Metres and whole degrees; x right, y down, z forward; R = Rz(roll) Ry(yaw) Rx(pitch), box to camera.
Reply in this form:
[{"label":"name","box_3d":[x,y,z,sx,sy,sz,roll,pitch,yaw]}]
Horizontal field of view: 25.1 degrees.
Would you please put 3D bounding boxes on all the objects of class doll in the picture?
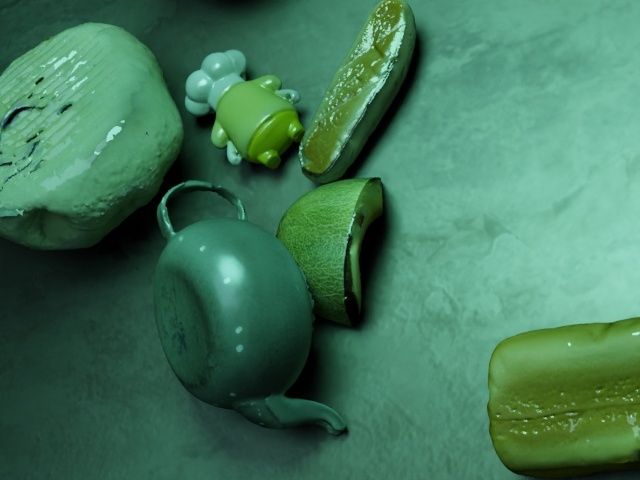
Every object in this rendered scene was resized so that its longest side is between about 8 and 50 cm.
[{"label":"doll","box_3d":[-0.085,-0.146,1.575,0.106,0.062,0.162,-45,58,0]}]

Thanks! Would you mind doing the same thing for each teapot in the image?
[{"label":"teapot","box_3d":[-0.082,0.070,1.432,0.193,0.129,0.294,-47,61,54]}]

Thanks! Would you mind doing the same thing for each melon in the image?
[{"label":"melon","box_3d":[0.000,0.000,1.465,0.128,0.079,0.160,2,73,26]}]

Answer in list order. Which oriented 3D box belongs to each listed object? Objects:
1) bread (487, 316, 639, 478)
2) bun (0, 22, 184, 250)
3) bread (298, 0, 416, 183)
[{"label":"bread","box_3d":[0.291,0.128,1.243,0.305,0.091,0.142,-11,82,33]},{"label":"bun","box_3d":[-0.273,-0.107,1.598,0.273,0.168,0.272,-15,55,22]},{"label":"bread","box_3d":[0.046,-0.154,1.516,0.073,0.053,0.214,26,87,36]}]
